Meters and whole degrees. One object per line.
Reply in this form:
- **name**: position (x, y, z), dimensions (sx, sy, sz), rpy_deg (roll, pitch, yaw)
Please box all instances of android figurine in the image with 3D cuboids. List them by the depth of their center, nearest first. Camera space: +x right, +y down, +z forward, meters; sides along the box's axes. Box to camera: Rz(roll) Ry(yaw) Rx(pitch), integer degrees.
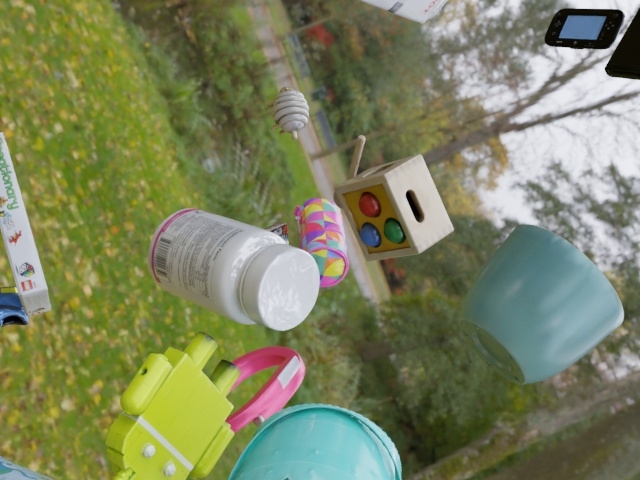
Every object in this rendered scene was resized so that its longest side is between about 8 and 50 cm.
- **android figurine**: position (-0.230, 0.285, 1.398), dimensions (0.273, 0.056, 0.248), rpy_deg (-56, 138, -26)

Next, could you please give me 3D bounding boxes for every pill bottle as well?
- **pill bottle**: position (-0.146, 0.048, 1.493), dimensions (0.283, 0.160, 0.160), rpy_deg (18, -38, 42)

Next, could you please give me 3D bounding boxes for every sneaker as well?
- **sneaker**: position (-0.650, 0.142, 1.676), dimensions (0.209, 0.069, 0.082), rpy_deg (-6, 64, -41)

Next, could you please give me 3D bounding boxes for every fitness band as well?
- **fitness band**: position (-0.147, 0.294, 1.697), dimensions (0.291, 0.209, 0.054), rpy_deg (-44, 113, -48)

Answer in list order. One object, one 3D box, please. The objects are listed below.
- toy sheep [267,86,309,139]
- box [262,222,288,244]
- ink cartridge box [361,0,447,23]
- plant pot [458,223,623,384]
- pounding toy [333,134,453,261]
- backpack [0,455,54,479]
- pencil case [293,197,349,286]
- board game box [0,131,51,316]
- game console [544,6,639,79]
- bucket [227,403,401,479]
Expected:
- **toy sheep**: position (-0.067, -0.277, 1.948), dimensions (0.091, 0.091, 0.132), rpy_deg (57, 21, -71)
- **box**: position (-0.112, 0.025, 1.838), dimensions (0.137, 0.027, 0.094), rpy_deg (-27, 116, -54)
- **ink cartridge box**: position (0.143, -0.500, 1.494), dimensions (0.289, 0.211, 0.122), rpy_deg (-1, 51, -57)
- **plant pot**: position (0.428, 0.151, 1.834), dimensions (0.293, 0.235, 0.293), rpy_deg (45, -14, 14)
- **pounding toy**: position (0.072, -0.065, 1.365), dimensions (0.206, 0.094, 0.181), rpy_deg (-11, -73, 55)
- **backpack**: position (-0.394, 0.395, 1.112), dimensions (0.290, 0.273, 0.355), rpy_deg (46, -11, -32)
- **pencil case**: position (0.000, 0.000, 1.825), dimensions (0.236, 0.104, 0.104), rpy_deg (-101, 170, -62)
- **board game box**: position (-0.569, -0.024, 1.660), dimensions (0.193, 0.053, 0.305), rpy_deg (134, -61, -69)
- **game console**: position (0.673, -0.478, 2.075), dimensions (0.361, 0.213, 0.044), rpy_deg (19, -16, 50)
- **bucket**: position (-0.007, 0.385, 1.296), dimensions (0.183, 0.281, 0.281), rpy_deg (-74, 146, -58)
